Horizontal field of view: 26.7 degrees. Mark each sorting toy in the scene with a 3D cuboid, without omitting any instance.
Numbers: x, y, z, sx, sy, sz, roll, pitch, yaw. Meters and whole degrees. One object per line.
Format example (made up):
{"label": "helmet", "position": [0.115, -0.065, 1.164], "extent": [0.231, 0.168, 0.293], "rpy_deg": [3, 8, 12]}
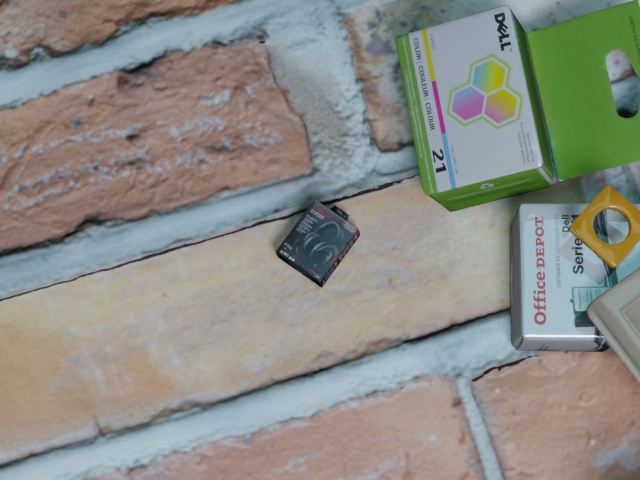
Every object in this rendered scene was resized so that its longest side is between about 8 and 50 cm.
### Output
{"label": "sorting toy", "position": [0.390, 0.088, 1.354], "extent": [0.196, 0.047, 0.347], "rpy_deg": [-34, 80, -9]}

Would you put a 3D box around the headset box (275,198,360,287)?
{"label": "headset box", "position": [0.000, 0.000, 1.492], "extent": [0.062, 0.032, 0.083], "rpy_deg": [36, 82, 11]}

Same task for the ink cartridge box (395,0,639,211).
{"label": "ink cartridge box", "position": [0.228, -0.157, 1.450], "extent": [0.255, 0.097, 0.188], "rpy_deg": [-14, 75, 19]}

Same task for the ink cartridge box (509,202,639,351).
{"label": "ink cartridge box", "position": [0.310, 0.040, 1.435], "extent": [0.208, 0.087, 0.153], "rpy_deg": [-1, 76, 3]}
